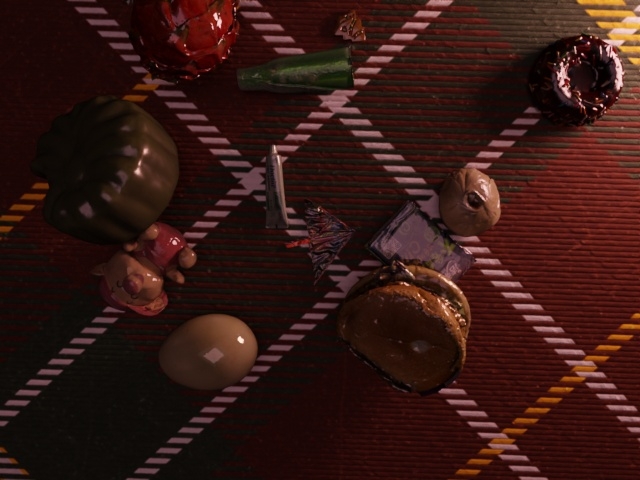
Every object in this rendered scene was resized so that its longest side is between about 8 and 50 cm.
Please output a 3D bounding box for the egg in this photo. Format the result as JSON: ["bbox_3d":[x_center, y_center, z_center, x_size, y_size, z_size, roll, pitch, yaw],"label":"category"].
[{"bbox_3d":[-0.283,0.281,1.394,0.254,0.188,0.188,-12,93,8],"label":"egg"}]

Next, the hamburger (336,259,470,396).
[{"bbox_3d":[0.215,0.206,1.337,0.318,0.195,0.277,45,118,-1],"label":"hamburger"}]

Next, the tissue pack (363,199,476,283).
[{"bbox_3d":[0.255,0.033,1.428,0.235,0.073,0.173,41,96,-2],"label":"tissue pack"}]

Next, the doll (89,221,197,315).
[{"bbox_3d":[-0.446,0.076,1.403,0.196,0.152,0.256,45,98,11],"label":"doll"}]

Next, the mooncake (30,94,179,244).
[{"bbox_3d":[-0.511,-0.171,1.313,0.352,0.187,0.350,-9,64,19],"label":"mooncake"}]

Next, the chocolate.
[{"bbox_3d":[-0.064,-0.417,1.395,0.292,0.110,0.110,-5,94,4],"label":"chocolate"}]

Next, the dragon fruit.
[{"bbox_3d":[-0.320,-0.516,1.324,0.244,0.244,0.298,40,76,-2],"label":"dragon fruit"}]

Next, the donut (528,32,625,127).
[{"bbox_3d":[0.649,-0.403,1.390,0.235,0.089,0.234,0,92,-1],"label":"donut"}]

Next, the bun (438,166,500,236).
[{"bbox_3d":[0.378,-0.097,1.399,0.167,0.113,0.173,-34,95,2],"label":"bun"}]

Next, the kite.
[{"bbox_3d":[0.000,0.000,1.461,0.189,0.009,0.232,-10,93,1],"label":"kite"}]

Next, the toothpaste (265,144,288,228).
[{"bbox_3d":[-0.118,-0.138,1.441,0.064,0.041,0.217,-1,96,13],"label":"toothpaste"}]

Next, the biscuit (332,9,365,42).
[{"bbox_3d":[0.077,-0.541,1.423,0.092,0.016,0.082,43,93,0],"label":"biscuit"}]
